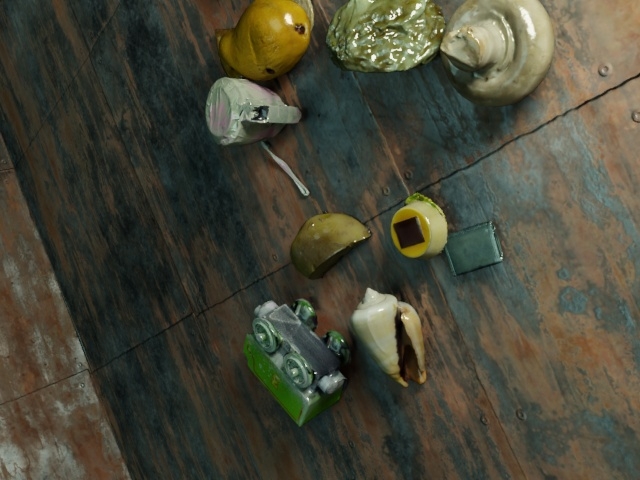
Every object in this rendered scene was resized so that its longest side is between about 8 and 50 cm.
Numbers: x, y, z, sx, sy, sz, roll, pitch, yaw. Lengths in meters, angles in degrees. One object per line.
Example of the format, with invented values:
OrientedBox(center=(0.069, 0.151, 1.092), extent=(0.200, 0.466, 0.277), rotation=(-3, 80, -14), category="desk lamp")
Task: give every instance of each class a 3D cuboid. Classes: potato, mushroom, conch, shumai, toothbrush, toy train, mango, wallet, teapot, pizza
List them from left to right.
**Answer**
OrientedBox(center=(-0.211, -0.508, 1.639), extent=(0.176, 0.036, 0.184), rotation=(-46, 67, 40), category="pizza")
OrientedBox(center=(-0.163, -0.326, 1.554), extent=(0.222, 0.178, 0.163), rotation=(-24, 79, 48), category="teapot")
OrientedBox(center=(-0.129, -0.472, 1.492), extent=(0.295, 0.120, 0.177), rotation=(-4, 113, 56), category="mango")
OrientedBox(center=(-0.093, -0.187, 1.632), extent=(0.204, 0.022, 0.017), rotation=(51, 133, 20), category="toothbrush")
OrientedBox(center=(-0.063, 0.308, 1.663), extent=(0.307, 0.174, 0.248), rotation=(44, 138, 27), category="toy train")
OrientedBox(center=(0.000, 0.000, 1.547), extent=(0.243, 0.098, 0.138), rotation=(-42, 71, 43), category="potato")
OrientedBox(center=(0.122, -0.440, 1.218), extent=(0.256, 0.189, 0.218), rotation=(17, 116, 35), category="shumai")
OrientedBox(center=(0.163, 0.213, 1.455), extent=(0.158, 0.127, 0.255), rotation=(-14, 117, 18), category="conch")
OrientedBox(center=(0.310, 0.017, 1.288), extent=(0.129, 0.026, 0.088), rotation=(-24, 79, 48), category="wallet")
OrientedBox(center=(0.286, -0.329, 1.080), extent=(0.204, 0.204, 0.204), rotation=(16, 114, 41), category="mushroom")

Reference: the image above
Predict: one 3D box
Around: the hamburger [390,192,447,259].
OrientedBox(center=(0.210, -0.028, 1.332), extent=(0.126, 0.082, 0.141), rotation=(-44, 67, 46), category="hamburger")

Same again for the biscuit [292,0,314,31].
OrientedBox(center=(-0.058, -0.528, 1.493), extent=(0.120, 0.015, 0.120), rotation=(16, 114, 41), category="biscuit")
